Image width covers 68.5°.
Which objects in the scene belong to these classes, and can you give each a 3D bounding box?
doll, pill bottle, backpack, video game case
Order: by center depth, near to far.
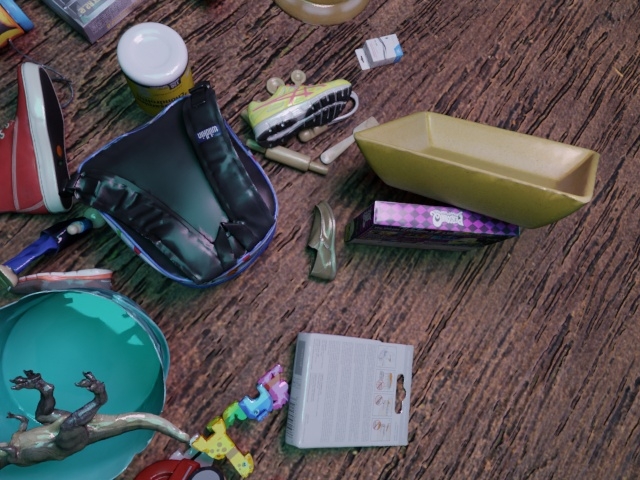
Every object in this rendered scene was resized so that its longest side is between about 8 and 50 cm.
[{"bbox_3d":[-0.201,-0.057,0.746,0.276,0.213,0.263,-39,80,-7],"label":"backpack"},{"bbox_3d":[-0.424,0.001,0.749,0.189,0.129,0.046,-48,118,-40],"label":"doll"},{"bbox_3d":[-0.265,-0.265,0.783,0.103,0.184,0.103,2,80,-9],"label":"pill bottle"},{"bbox_3d":[0.175,-0.018,0.800,0.232,0.210,0.042,4,82,-8],"label":"video game case"}]

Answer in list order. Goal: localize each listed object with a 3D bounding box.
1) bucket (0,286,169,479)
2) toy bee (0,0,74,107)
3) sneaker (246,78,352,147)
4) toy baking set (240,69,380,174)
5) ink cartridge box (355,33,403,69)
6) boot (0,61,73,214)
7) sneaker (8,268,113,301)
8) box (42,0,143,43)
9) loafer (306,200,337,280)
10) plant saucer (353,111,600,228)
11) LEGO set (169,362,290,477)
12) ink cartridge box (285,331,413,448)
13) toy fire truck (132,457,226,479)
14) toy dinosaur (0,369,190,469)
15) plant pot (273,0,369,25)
[{"bbox_3d":[-0.352,0.195,0.667,0.281,0.183,0.281,0,92,-14],"label":"bucket"},{"bbox_3d":[-0.540,-0.383,0.769,0.298,0.162,0.195,28,80,-2],"label":"toy bee"},{"bbox_3d":[-0.039,-0.253,0.849,0.208,0.081,0.094,-27,70,-15],"label":"sneaker"},{"bbox_3d":[-0.019,-0.223,0.896,0.256,0.030,0.196,23,77,-5],"label":"toy baking set"},{"bbox_3d":[0.118,-0.380,0.947,0.083,0.028,0.048,-18,83,-12],"label":"ink cartridge box"},{"bbox_3d":[-0.515,-0.161,0.759,0.176,0.088,0.244,-4,96,-7],"label":"boot"},{"bbox_3d":[-0.421,0.083,0.762,0.158,0.061,0.065,-5,88,-9],"label":"sneaker"},{"bbox_3d":[-0.412,-0.508,0.868,0.183,0.056,0.231,41,77,-1],"label":"box"},{"bbox_3d":[0.000,0.000,0.846,0.050,0.056,0.148,-3,80,-16],"label":"loafer"},{"bbox_3d":[0.262,-0.124,0.778,0.333,0.333,0.081,22,120,24],"label":"plant saucer"},{"bbox_3d":[-0.125,0.313,0.755,0.227,0.087,0.093,-39,88,-12],"label":"LEGO set"},{"bbox_3d":[0.056,0.259,0.815,0.225,0.056,0.181,13,78,-31],"label":"ink cartridge box"},{"bbox_3d":[-0.278,0.432,0.674,0.246,0.217,0.158,10,121,14],"label":"toy fire truck"},{"bbox_3d":[-0.299,0.213,0.555,0.268,0.064,0.118,-6,108,-14],"label":"toy dinosaur"},{"bbox_3d":[-0.001,-0.553,0.957,0.236,0.032,0.236,2,79,-10],"label":"plant pot"}]
